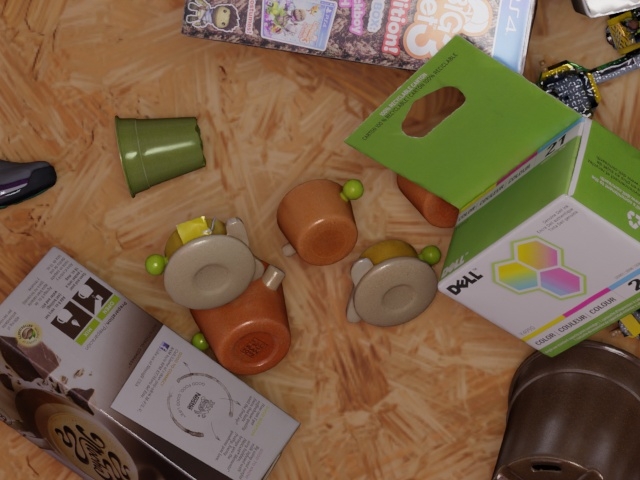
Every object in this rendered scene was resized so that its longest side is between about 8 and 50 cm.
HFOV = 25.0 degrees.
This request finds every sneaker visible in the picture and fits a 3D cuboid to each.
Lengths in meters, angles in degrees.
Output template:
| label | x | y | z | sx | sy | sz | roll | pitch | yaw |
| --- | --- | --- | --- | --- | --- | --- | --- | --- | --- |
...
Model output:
| label | x | y | z | sx | sy | sz | roll | pitch | yaw |
| --- | --- | --- | --- | --- | --- | --- | --- | --- | --- |
| sneaker | -0.380 | -0.068 | 1.463 | 0.223 | 0.083 | 0.098 | -14 | 93 | 12 |

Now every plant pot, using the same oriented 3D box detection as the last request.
| label | x | y | z | sx | sy | sz | roll | pitch | yaw |
| --- | --- | --- | --- | --- | --- | --- | --- | --- | --- |
| plant pot | -0.156 | -0.090 | 1.429 | 0.079 | 0.083 | 0.083 | -11 | 98 | -1 |
| plant pot | 0.236 | 0.204 | 1.345 | 0.167 | 0.165 | 0.167 | 10 | 120 | 18 |

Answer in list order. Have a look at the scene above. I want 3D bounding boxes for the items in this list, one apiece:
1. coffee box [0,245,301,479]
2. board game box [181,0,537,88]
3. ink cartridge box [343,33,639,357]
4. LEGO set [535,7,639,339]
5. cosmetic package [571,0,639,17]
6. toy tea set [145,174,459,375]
| label | x | y | z | sx | sy | sz | roll | pitch | yaw |
| --- | --- | --- | --- | --- | --- | --- | --- | --- | --- |
| coffee box | -0.188 | 0.165 | 1.416 | 0.297 | 0.119 | 0.168 | 35 | 146 | 2 |
| board game box | 0.049 | -0.234 | 1.286 | 0.291 | 0.232 | 0.141 | 10 | 101 | 6 |
| ink cartridge box | 0.157 | -0.029 | 1.212 | 0.255 | 0.097 | 0.189 | 30 | 143 | -15 |
| LEGO set | 0.326 | -0.053 | 1.295 | 0.255 | 0.192 | 0.331 | -13 | 98 | 11 |
| cosmetic package | 0.278 | -0.260 | 1.205 | 0.160 | 0.309 | 0.113 | -14 | 98 | 12 |
| toy tea set | 0.000 | 0.000 | 1.402 | 0.336 | 0.124 | 0.200 | -18 | 132 | -6 |
